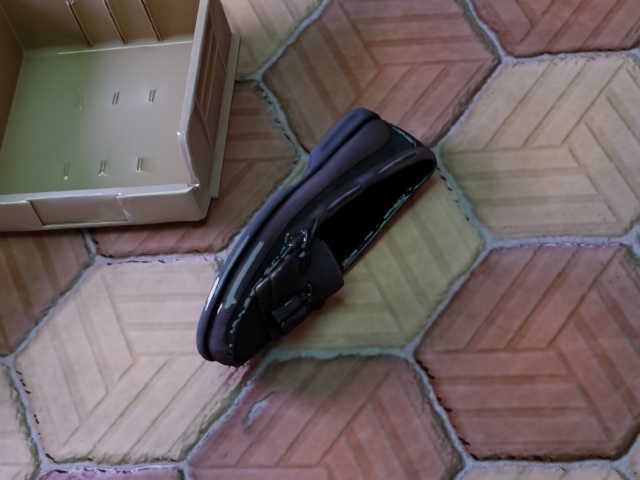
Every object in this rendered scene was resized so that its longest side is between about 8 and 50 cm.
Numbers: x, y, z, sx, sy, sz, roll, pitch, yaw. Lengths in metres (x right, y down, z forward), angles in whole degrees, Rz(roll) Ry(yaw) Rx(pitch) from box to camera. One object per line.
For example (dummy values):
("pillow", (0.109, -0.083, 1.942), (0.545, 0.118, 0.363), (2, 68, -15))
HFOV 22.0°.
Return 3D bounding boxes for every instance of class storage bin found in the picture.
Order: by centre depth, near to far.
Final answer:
("storage bin", (-0.232, -0.146, 1.677), (0.262, 0.123, 0.260), (-3, 54, 12))

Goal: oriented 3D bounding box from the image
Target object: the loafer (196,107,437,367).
("loafer", (0.000, 0.000, 1.524), (0.095, 0.109, 0.302), (23, 61, 23))
